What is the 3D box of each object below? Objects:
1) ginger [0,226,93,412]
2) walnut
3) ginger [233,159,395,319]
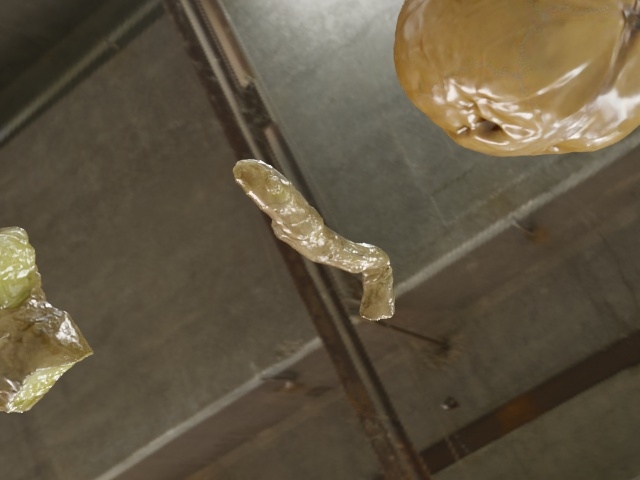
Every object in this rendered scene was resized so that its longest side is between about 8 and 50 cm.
[{"bbox_3d":[-0.367,0.056,1.058,0.219,0.123,0.270,-34,-96,32],"label":"ginger"},{"bbox_3d":[0.161,-0.152,0.775,0.221,0.195,0.195,-11,-108,56],"label":"walnut"},{"bbox_3d":[0.000,0.000,1.189,0.089,0.288,0.075,3,-120,45],"label":"ginger"}]
